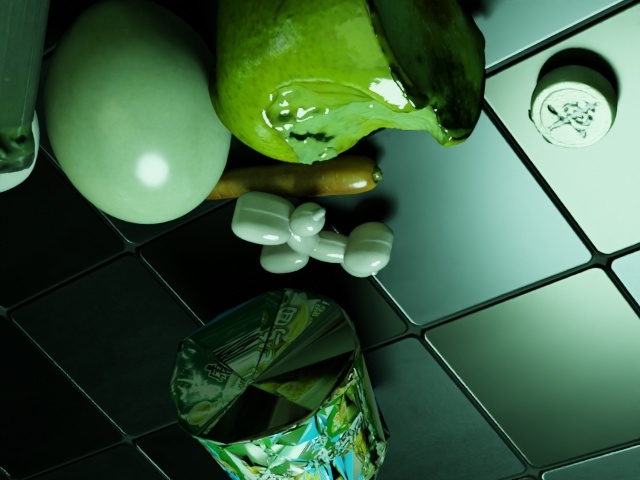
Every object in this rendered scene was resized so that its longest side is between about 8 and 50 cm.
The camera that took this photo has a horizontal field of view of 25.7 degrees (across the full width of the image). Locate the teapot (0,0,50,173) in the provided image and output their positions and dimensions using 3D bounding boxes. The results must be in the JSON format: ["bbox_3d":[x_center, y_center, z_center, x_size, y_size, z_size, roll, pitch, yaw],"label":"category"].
[{"bbox_3d":[-0.360,-0.228,1.330,0.270,0.200,0.337,25,110,42],"label":"teapot"}]

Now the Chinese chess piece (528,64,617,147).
[{"bbox_3d":[0.244,-0.128,1.353,0.084,0.034,0.084,10,131,12],"label":"Chinese chess piece"}]

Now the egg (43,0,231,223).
[{"bbox_3d":[-0.184,-0.130,1.418,0.187,0.186,0.253,9,133,15],"label":"egg"}]

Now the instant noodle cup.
[{"bbox_3d":[-0.036,0.197,1.614,0.240,0.240,0.178,-4,133,25],"label":"instant noodle cup"}]

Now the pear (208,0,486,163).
[{"bbox_3d":[-0.008,-0.168,1.282,0.255,0.164,0.238,-9,157,29],"label":"pear"}]

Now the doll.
[{"bbox_3d":[0.000,0.000,1.524,0.160,0.059,0.161,3,157,21],"label":"doll"}]

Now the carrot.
[{"bbox_3d":[-0.048,-0.065,1.520,0.248,0.043,0.043,-3,127,26],"label":"carrot"}]

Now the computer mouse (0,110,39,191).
[{"bbox_3d":[-0.463,-0.131,1.578,0.297,0.121,0.184,13,133,9],"label":"computer mouse"}]
